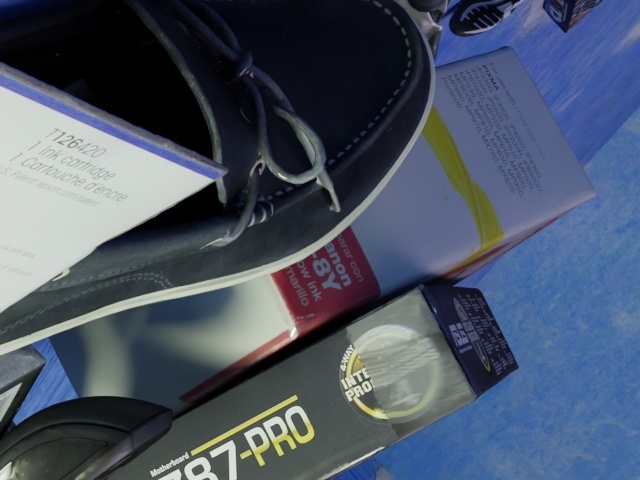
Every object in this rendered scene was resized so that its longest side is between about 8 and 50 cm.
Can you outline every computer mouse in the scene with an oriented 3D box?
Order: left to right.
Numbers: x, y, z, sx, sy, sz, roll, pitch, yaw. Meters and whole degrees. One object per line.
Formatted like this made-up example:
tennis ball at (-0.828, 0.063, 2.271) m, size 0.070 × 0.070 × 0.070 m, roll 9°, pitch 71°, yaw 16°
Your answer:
computer mouse at (-0.219, 0.171, 0.852) m, size 0.262 × 0.060 × 0.184 m, roll -38°, pitch 173°, yaw 22°

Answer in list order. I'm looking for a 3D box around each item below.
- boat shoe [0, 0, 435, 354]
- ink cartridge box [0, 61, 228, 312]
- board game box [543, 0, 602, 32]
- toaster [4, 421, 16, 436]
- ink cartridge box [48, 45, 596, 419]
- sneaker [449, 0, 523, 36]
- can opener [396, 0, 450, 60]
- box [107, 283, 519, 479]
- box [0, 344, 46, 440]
boat shoe at (-0.090, -0.066, 0.817) m, size 0.500 × 0.187 × 0.156 m, roll -25°, pitch 165°, yaw -41°
ink cartridge box at (-0.239, -0.006, 0.496) m, size 0.307 × 0.072 × 0.303 m, roll -34°, pitch 154°, yaw 18°
board game box at (0.359, -0.353, 1.576) m, size 0.243 × 0.042 × 0.165 m, roll -42°, pitch 168°, yaw -6°
toaster at (-0.303, 0.166, 1.016) m, size 0.227 × 0.146 × 0.129 m, roll -39°, pitch 168°, yaw -17°
ink cartridge box at (0.000, 0.000, 1.149) m, size 0.384 × 0.160 × 0.279 m, roll -22°, pitch 170°, yaw -44°
sneaker at (0.165, -0.226, 1.408) m, size 0.109 × 0.040 × 0.044 m, roll -33°, pitch 167°, yaw -38°
can opener at (0.070, -0.224, 1.046) m, size 0.283 × 0.076 × 0.095 m, roll 96°, pitch 11°, yaw -66°
box at (-0.011, 0.146, 1.108) m, size 0.318 × 0.097 × 0.395 m, roll -27°, pitch 173°, yaw 11°
box at (-0.312, 0.112, 0.810) m, size 0.247 × 0.142 × 0.163 m, roll -32°, pitch 163°, yaw -47°
